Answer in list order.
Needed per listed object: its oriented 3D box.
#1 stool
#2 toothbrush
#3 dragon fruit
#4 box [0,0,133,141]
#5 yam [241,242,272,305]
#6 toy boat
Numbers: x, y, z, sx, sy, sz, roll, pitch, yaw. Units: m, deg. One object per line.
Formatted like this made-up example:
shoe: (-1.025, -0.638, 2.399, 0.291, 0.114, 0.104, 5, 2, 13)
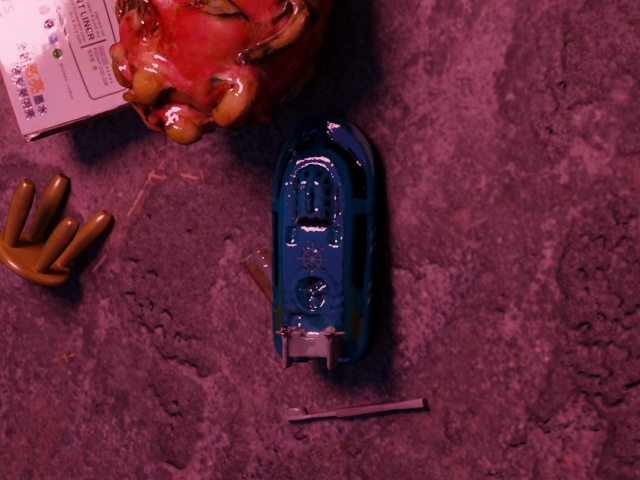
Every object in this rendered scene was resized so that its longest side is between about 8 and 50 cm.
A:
stool: (-0.353, -0.013, 1.910, 0.110, 0.134, 0.135, -58, 30, 20)
toothbrush: (0.040, 0.209, 1.818, 0.194, 0.014, 0.017, -7, 96, 26)
dragon fruit: (-0.115, -0.246, 1.655, 0.250, 0.269, 0.291, 25, 85, -7)
box: (-0.303, -0.280, 1.804, 0.220, 0.091, 0.274, -20, 91, -2)
yam: (-0.042, 0.063, 1.811, 0.054, 0.054, 0.132, -40, 81, 25)
toy boat: (0.000, 0.000, 1.729, 0.134, 0.092, 0.299, 0, 91, 15)
